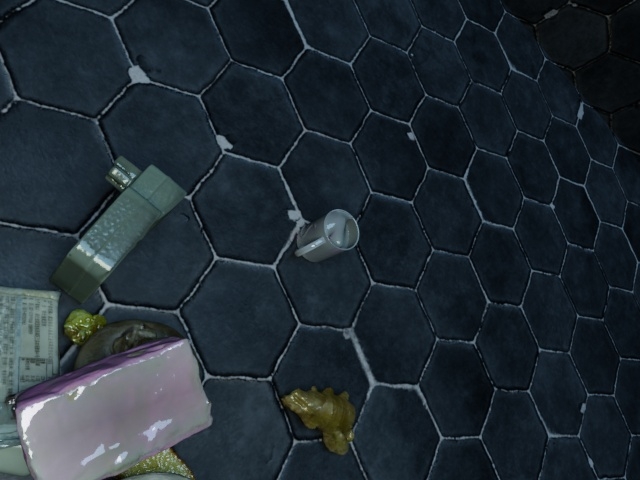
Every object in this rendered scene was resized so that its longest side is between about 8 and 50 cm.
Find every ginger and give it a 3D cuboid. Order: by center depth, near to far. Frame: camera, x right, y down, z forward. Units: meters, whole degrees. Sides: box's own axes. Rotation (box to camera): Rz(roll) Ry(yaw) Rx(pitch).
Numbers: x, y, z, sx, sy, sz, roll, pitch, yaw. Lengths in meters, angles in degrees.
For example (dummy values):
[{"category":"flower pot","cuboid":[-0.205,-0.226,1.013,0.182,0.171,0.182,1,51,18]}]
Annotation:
[{"category":"ginger","cuboid":[0.014,0.378,1.278,0.115,0.081,0.205,-43,112,-4]}]

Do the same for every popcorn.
[{"category":"popcorn","cuboid":[-0.431,0.157,1.062,0.083,0.059,0.068,-6,78,-44]}]

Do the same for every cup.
[{"category":"cup","cuboid":[0.001,-0.010,1.361,0.135,0.133,0.099,4,74,-33]}]

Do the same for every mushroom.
[{"category":"mushroom","cuboid":[-0.316,0.234,1.026,0.226,0.178,0.227,30,27,-17]}]

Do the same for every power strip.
[{"category":"power strip","cuboid":[-0.379,-0.035,1.051,0.141,0.229,0.261,42,57,-15]}]

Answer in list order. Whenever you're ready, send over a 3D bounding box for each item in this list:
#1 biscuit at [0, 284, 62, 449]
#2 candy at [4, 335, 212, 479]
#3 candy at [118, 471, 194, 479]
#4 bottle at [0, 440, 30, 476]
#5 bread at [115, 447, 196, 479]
[{"category":"biscuit","cuboid":[-0.497,0.188,0.923,0.185,0.079,0.309,10,46,-38]},{"category":"candy","cuboid":[-0.307,0.256,0.864,0.264,0.115,0.156,-19,95,-35]},{"category":"candy","cuboid":[-0.317,0.581,0.899,0.426,0.186,0.387,-12,93,-25]},{"category":"bottle","cuboid":[-0.517,0.313,0.924,0.245,0.104,0.104,23,63,-25]},{"category":"bread","cuboid":[-0.313,0.419,1.057,0.187,0.065,0.103,54,48,-9]}]
